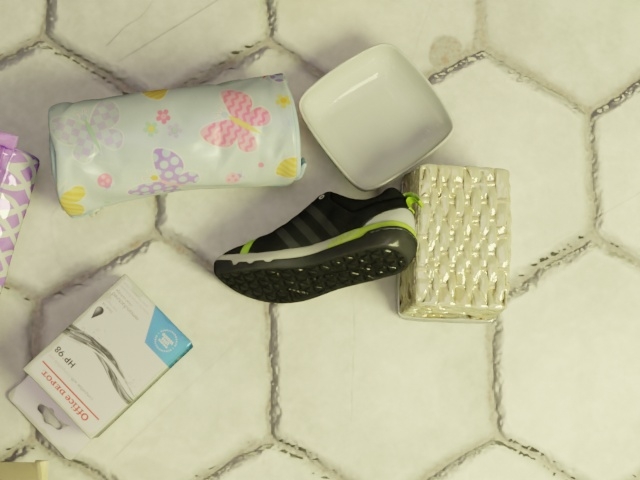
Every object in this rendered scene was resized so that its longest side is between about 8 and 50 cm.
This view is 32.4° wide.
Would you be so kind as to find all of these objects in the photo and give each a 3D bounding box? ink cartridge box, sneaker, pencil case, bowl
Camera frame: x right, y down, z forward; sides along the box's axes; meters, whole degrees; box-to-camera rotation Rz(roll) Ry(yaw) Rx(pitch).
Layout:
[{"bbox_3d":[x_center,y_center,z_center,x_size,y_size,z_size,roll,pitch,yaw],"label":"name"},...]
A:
[{"bbox_3d":[-0.233,0.135,1.155,0.180,0.060,0.104,-44,89,-10],"label":"ink cartridge box"},{"bbox_3d":[0.000,0.000,1.172,0.235,0.084,0.097,-10,55,20],"label":"sneaker"},{"bbox_3d":[-0.359,-0.008,1.150,0.086,0.088,0.206,14,80,-6],"label":"pencil case"},{"bbox_3d":[-0.154,-0.101,1.172,0.273,0.113,0.124,-10,93,-7],"label":"pencil case"},{"bbox_3d":[0.061,-0.133,1.225,0.142,0.053,0.142,-35,81,-9],"label":"bowl"}]

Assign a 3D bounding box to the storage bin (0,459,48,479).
[{"bbox_3d":[-0.392,0.341,1.024,0.262,0.123,0.260,3,102,-17],"label":"storage bin"}]

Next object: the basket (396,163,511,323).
[{"bbox_3d":[0.146,0.003,1.192,0.113,0.103,0.167,3,82,-5],"label":"basket"}]
